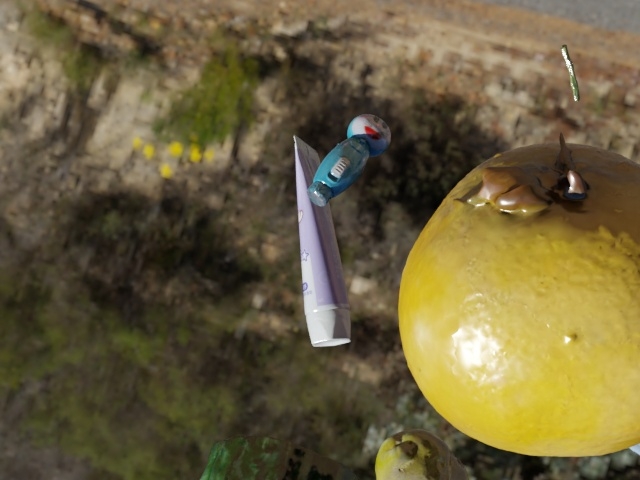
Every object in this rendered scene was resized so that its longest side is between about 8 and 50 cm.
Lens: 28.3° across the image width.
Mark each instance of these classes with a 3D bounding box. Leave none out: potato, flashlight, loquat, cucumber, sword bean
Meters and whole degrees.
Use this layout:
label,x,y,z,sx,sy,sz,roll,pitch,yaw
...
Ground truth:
label,x,y,z,sx,sy,sz,roll,pitch,yaw
potato,0.187,0.447,2.375,0.137,0.154,0.200,-9,127,40
flashlight,0.031,-0.087,1.389,0.051,0.129,0.051,30,153,17
loquat,0.190,0.043,1.036,0.275,0.274,0.275,17,177,1
cucumber,-0.043,0.314,1.410,0.191,0.130,0.191,19,150,11
sword bean,0.358,-0.239,1.811,0.012,0.083,0.012,-16,-170,3

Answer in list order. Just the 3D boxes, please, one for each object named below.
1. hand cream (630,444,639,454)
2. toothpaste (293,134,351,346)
label,x,y,z,sx,sy,sz,roll,pitch,yaw
hand cream,0.445,0.262,1.893,0.271,0.091,0.058,36,-149,-6
toothpaste,0.000,0.000,2.257,0.080,0.371,0.125,-10,167,18
